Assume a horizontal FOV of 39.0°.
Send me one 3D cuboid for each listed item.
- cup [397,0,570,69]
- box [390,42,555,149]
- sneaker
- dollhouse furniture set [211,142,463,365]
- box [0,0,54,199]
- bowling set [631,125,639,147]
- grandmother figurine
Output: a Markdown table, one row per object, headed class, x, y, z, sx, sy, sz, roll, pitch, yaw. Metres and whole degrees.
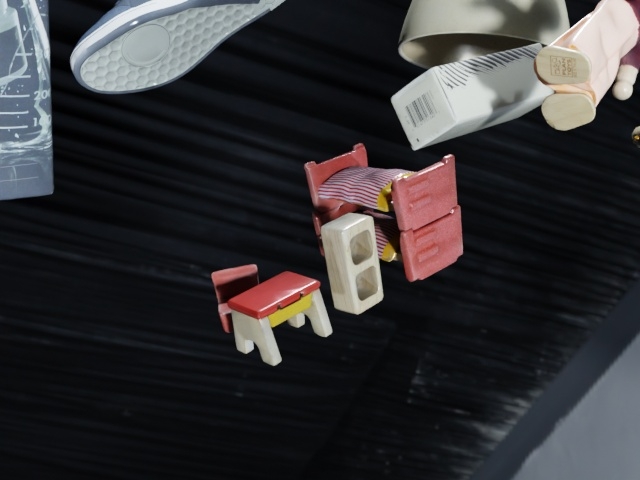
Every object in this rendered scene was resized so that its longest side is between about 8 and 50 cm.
| class | x | y | z | sx | sy | sz | roll | pitch | yaw |
| --- | --- | --- | --- | --- | --- | --- | --- | --- | --- |
| cup | 0.327 | -0.465 | 1.743 | 0.331 | 0.331 | 0.237 | 180 | 97 | -70 |
| box | 0.250 | -0.230 | 1.426 | 0.113 | 0.275 | 0.094 | -30 | 83 | 49 |
| sneaker | -0.149 | -0.238 | 0.827 | 0.163 | 0.226 | 0.086 | 51 | 168 | 29 |
| dollhouse furniture set | 0.000 | 0.000 | 1.218 | 0.201 | 0.374 | 0.152 | 13 | 120 | 47 |
| box | -0.659 | -0.305 | 1.326 | 0.297 | 0.479 | 0.472 | -123 | 33 | -43 |
| bowling set | 0.648 | -0.188 | 1.682 | 0.154 | 0.287 | 0.200 | 57 | 138 | 17 |
| grandmother figurine | 0.408 | -0.303 | 1.256 | 0.342 | 0.104 | 0.208 | -45 | -39 | -36 |
